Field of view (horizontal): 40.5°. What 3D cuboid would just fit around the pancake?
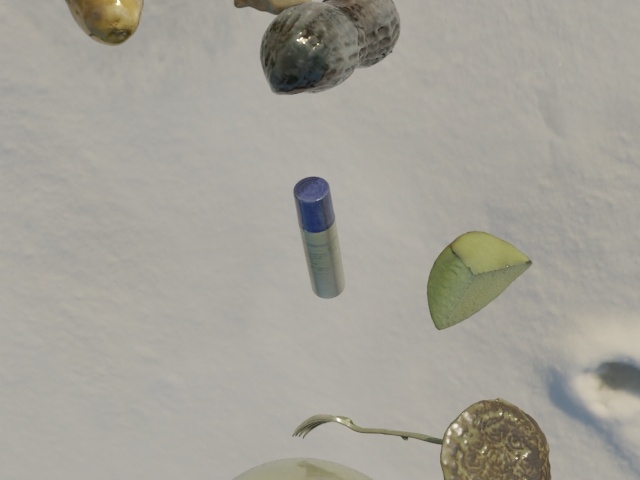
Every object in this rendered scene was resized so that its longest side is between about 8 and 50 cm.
[{"bbox_3d":[0.154,0.192,0.754,0.115,0.115,0.011,35,160,-14],"label":"pancake"}]

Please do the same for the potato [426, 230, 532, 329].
[{"bbox_3d":[0.220,0.055,1.291,0.081,0.149,0.120,52,130,28],"label":"potato"}]

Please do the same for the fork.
[{"bbox_3d":[0.068,0.194,0.894,0.219,0.028,0.034,-6,156,32],"label":"fork"}]

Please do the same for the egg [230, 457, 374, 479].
[{"bbox_3d":[-0.001,0.302,0.875,0.264,0.286,0.174,15,111,1],"label":"egg"}]

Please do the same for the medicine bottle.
[{"bbox_3d":[0.000,0.000,1.367,0.059,0.059,0.231,4,139,12],"label":"medicine bottle"}]

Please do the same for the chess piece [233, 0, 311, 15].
[{"bbox_3d":[-0.085,-0.477,1.414,0.137,0.301,0.137,-7,147,-5],"label":"chess piece"}]

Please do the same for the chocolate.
[{"bbox_3d":[0.015,-0.239,1.023,0.110,0.248,0.110,14,122,23],"label":"chocolate"}]

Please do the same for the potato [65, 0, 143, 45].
[{"bbox_3d":[-0.171,-0.192,0.682,0.062,0.083,0.068,-3,149,-18],"label":"potato"}]
